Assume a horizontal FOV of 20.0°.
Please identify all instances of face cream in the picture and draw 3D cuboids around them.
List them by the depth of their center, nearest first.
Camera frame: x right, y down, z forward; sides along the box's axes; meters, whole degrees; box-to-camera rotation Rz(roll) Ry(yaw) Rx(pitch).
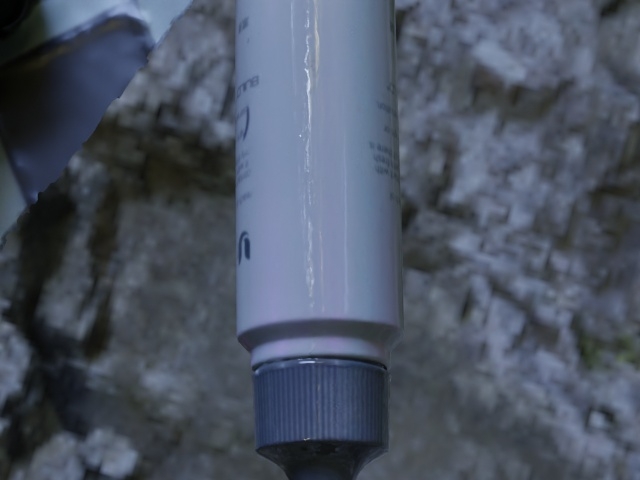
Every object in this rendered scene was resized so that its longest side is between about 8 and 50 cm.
[{"bbox_3d":[0.000,0.000,0.965,0.092,0.092,0.311,79,-172,-73],"label":"face cream"}]

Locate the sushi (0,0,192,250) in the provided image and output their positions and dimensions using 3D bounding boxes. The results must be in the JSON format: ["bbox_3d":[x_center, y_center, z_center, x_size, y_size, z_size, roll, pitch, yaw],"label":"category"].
[{"bbox_3d":[-0.233,-0.061,0.584,0.294,0.292,0.059,-52,-19,-4],"label":"sushi"}]
